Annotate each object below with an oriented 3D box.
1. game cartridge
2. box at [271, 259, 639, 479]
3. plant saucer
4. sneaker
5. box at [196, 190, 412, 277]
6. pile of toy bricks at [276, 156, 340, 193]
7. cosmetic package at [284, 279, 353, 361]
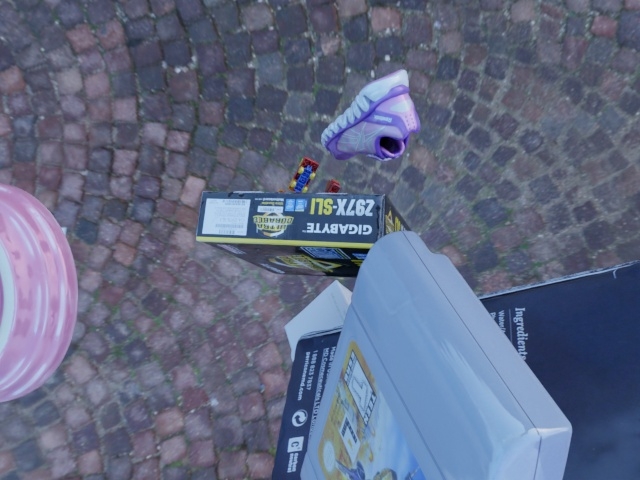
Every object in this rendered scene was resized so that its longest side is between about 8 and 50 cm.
[{"bbox_3d":[0.057,0.168,0.466,0.062,0.198,0.297,-1,128,-19],"label":"game cartridge"},{"bbox_3d":[0.263,0.321,0.882,0.471,0.480,0.297,-18,40,26],"label":"box"},{"bbox_3d":[-0.512,0.078,0.993,0.332,0.084,0.332,0,91,23],"label":"plant saucer"},{"bbox_3d":[0.080,-0.162,1.039,0.095,0.236,0.105,-30,87,-24],"label":"sneaker"},{"bbox_3d":[0.000,0.000,1.020,0.257,0.322,0.079,0,79,15],"label":"box"},{"bbox_3d":[-0.048,-0.068,1.346,0.118,0.105,0.212,26,110,-16],"label":"pile of toy bricks"},{"bbox_3d":[0.116,0.266,1.328,0.155,0.197,0.365,-42,126,12],"label":"cosmetic package"}]
